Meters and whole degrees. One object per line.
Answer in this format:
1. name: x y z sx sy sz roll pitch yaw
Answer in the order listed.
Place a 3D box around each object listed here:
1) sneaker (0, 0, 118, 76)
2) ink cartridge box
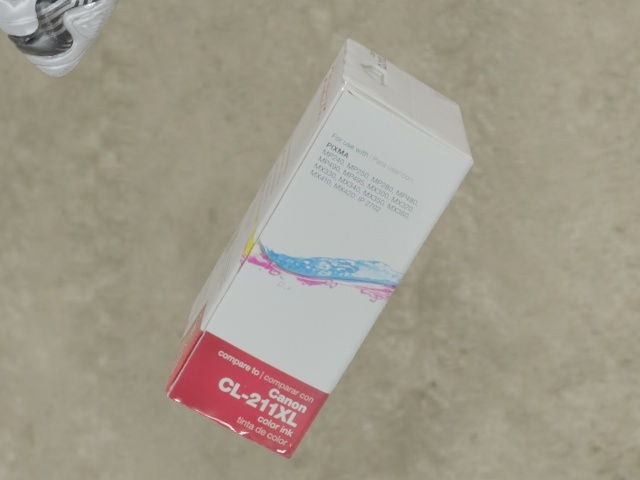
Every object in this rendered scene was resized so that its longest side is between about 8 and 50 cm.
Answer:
1. sneaker: -0.228 -0.281 1.131 0.366 0.210 0.137 -41 21 55
2. ink cartridge box: 0.000 0.000 0.711 0.072 0.127 0.175 29 107 -7
